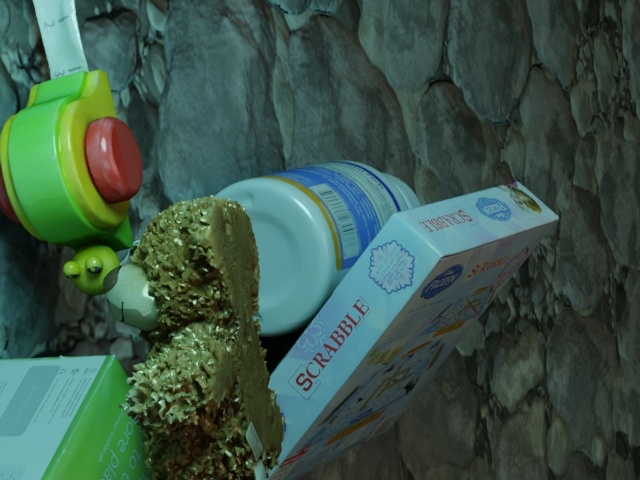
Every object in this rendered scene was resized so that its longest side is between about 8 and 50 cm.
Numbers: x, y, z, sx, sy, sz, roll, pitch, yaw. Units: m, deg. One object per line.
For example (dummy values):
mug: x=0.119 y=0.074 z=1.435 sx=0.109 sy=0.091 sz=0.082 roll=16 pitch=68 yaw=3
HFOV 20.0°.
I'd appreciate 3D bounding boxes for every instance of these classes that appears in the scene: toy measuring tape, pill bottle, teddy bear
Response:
toy measuring tape: x=-0.217 y=-0.117 z=1.449 sx=0.121 sy=0.121 sz=0.330 roll=-10 pitch=87 yaw=-63
pill bottle: x=0.000 y=0.000 z=1.801 sx=0.272 sy=0.152 sz=0.152 roll=-16 pitch=101 yaw=-63
teddy bear: x=-0.096 y=0.138 z=1.387 sx=0.245 sy=0.113 sz=0.338 roll=-51 pitch=131 yaw=-70

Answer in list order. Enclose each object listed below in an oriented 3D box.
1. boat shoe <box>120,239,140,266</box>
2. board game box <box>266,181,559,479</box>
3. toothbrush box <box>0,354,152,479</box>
boat shoe: x=-0.156 y=0.016 z=1.623 sx=0.100 sy=0.035 sz=0.035 roll=-46 pitch=130 yaw=-47
board game box: x=0.069 y=0.092 z=1.797 sx=0.066 sy=0.318 sz=0.319 roll=43 pitch=22 yaw=15
toothbrush box: x=-0.190 y=0.259 z=1.427 sx=0.283 sy=0.122 sz=0.206 roll=67 pitch=33 yaw=-35
